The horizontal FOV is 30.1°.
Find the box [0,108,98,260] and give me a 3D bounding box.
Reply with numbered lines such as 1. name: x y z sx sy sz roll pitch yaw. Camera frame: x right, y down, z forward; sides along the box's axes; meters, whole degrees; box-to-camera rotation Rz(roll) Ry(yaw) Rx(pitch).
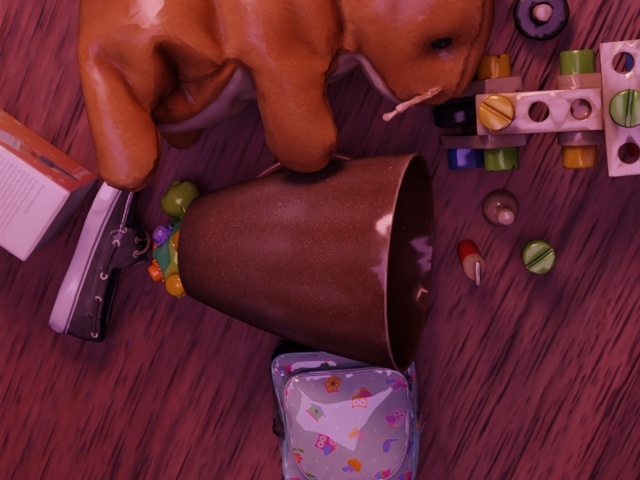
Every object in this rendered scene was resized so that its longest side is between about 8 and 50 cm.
1. box: -0.343 -0.072 1.265 0.170 0.130 0.091 35 100 -4

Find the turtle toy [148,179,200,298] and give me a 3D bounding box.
1. turtle toy: -0.148 0.000 1.296 0.066 0.095 0.130 14 101 22

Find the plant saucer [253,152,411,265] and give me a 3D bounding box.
1. plant saucer: 0.000 0.000 1.308 0.200 0.037 0.200 0 101 2

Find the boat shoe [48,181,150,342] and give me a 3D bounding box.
1. boat shoe: -0.225 0.011 1.301 0.076 0.080 0.228 24 103 -3

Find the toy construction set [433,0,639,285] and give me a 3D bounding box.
1. toy construction set: 0.223 -0.093 1.177 0.257 0.237 0.309 21 101 -1

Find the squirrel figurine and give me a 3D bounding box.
1. squirrel figurine: -0.031 -0.264 1.134 0.370 0.281 0.397 -10 95 9

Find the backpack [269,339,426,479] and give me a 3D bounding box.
1. backpack: 0.030 0.202 1.293 0.165 0.144 0.188 -6 103 -1

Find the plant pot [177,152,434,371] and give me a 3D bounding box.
1. plant pot: -0.018 0.013 1.205 0.230 0.215 0.215 5 101 17
